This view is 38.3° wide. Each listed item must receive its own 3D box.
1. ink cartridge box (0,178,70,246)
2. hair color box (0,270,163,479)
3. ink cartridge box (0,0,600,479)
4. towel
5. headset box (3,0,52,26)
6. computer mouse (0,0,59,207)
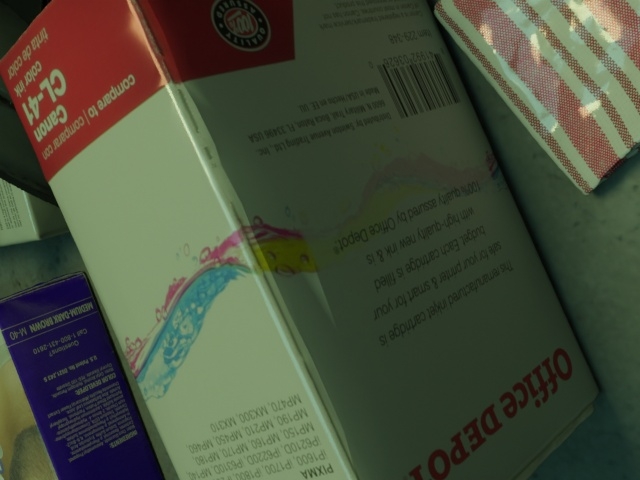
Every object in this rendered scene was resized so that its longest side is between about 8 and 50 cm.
[{"bbox_3d":[-0.291,-0.071,0.806,0.208,0.087,0.153,-6,101,39],"label":"ink cartridge box"},{"bbox_3d":[-0.249,0.218,0.856,0.185,0.110,0.338,-19,93,40],"label":"hair color box"},{"bbox_3d":[0.000,0.000,0.505,0.131,0.226,0.306,-23,88,41],"label":"ink cartridge box"},{"bbox_3d":[0.156,-0.133,0.466,0.144,0.029,0.197,54,130,13],"label":"towel"},{"bbox_3d":[-0.200,-0.322,0.598,0.283,0.131,0.246,44,137,20],"label":"headset box"},{"bbox_3d":[-0.205,-0.108,0.659,0.272,0.072,0.188,33,105,4],"label":"computer mouse"}]
